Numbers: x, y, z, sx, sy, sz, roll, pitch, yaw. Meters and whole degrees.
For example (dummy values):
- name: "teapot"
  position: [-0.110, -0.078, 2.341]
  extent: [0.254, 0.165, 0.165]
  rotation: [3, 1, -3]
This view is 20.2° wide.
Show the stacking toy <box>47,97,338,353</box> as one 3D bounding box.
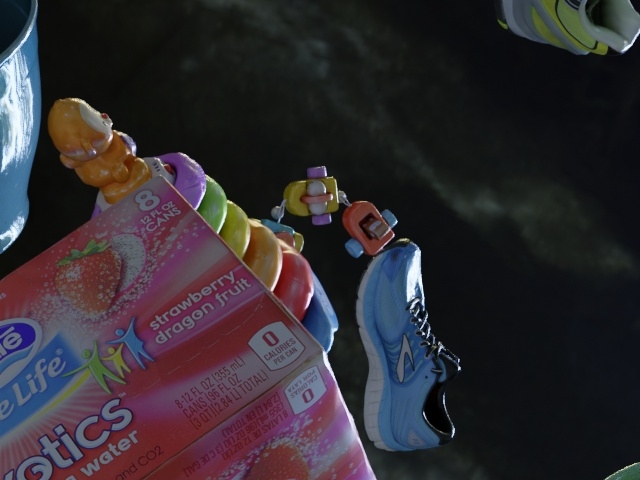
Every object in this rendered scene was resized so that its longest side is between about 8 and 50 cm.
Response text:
- name: "stacking toy"
  position: [-0.128, -0.006, 1.464]
  extent: [0.166, 0.302, 0.175]
  rotation: [-32, -146, 3]

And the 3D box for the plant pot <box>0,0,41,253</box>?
- name: "plant pot"
  position: [-0.391, -0.113, 1.735]
  extent: [0.272, 0.255, 0.271]
  rotation: [-2, -138, 1]

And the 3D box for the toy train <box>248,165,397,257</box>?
- name: "toy train"
  position: [0.000, 0.000, 1.764]
  extent: [0.166, 0.046, 0.125]
  rotation: [-37, -72, -19]

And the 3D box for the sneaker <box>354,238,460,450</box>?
- name: "sneaker"
  position: [0.073, 0.077, 1.313]
  extent: [0.073, 0.162, 0.063]
  rotation: [4, -162, 34]

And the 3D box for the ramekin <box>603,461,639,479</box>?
- name: "ramekin"
  position: [0.370, 0.331, 1.598]
  extent: [0.303, 0.148, 0.303]
  rotation: [3, -155, -2]

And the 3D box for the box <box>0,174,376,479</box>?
- name: "box"
  position: [-0.141, 0.130, 0.850]
  extent: [0.300, 0.142, 0.154]
  rotation: [-35, -129, -12]

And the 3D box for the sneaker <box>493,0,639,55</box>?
- name: "sneaker"
  position: [0.249, -0.338, 1.774]
  extent: [0.147, 0.384, 0.145]
  rotation: [27, -114, 30]
